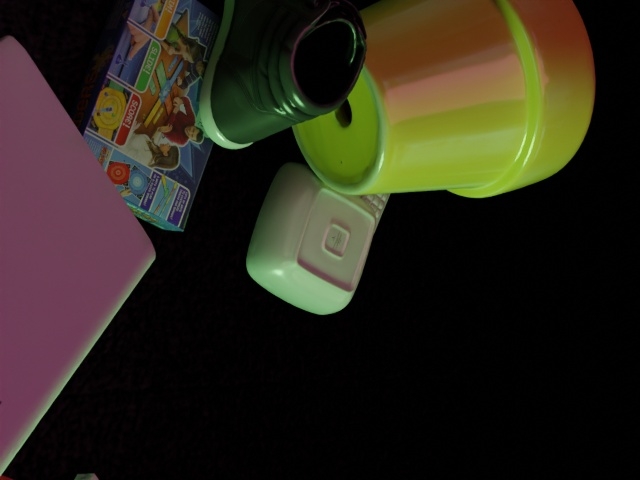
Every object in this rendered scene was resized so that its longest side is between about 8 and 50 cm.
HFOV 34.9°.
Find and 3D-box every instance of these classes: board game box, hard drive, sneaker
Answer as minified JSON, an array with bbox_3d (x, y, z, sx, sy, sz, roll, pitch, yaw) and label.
[{"bbox_3d":[-0.149,-0.126,0.924,0.136,0.035,0.201,32,71,-44],"label":"board game box"},{"bbox_3d":[-0.236,0.020,0.675,0.210,0.040,0.319,60,29,-23],"label":"hard drive"},{"bbox_3d":[-0.017,-0.230,0.926,0.104,0.147,0.296,18,76,-45],"label":"sneaker"}]

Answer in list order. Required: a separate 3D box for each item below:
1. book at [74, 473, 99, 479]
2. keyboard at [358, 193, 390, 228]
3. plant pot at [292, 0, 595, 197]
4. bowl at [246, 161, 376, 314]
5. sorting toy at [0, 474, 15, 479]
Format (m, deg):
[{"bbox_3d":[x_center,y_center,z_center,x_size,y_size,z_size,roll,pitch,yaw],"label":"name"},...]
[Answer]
[{"bbox_3d":[-0.205,0.283,0.858,0.144,0.035,0.096,-69,145,-52],"label":"book"},{"bbox_3d":[0.073,-0.109,1.180,0.072,0.014,0.256,41,64,-41],"label":"keyboard"},{"bbox_3d":[0.108,-0.154,1.047,0.239,0.254,0.254,-19,107,-32],"label":"plant pot"},{"bbox_3d":[0.000,0.000,1.075,0.142,0.053,0.142,31,73,-38],"label":"bowl"},{"bbox_3d":[-0.276,0.318,0.818,0.132,0.046,0.274,42,63,-41],"label":"sorting toy"}]
